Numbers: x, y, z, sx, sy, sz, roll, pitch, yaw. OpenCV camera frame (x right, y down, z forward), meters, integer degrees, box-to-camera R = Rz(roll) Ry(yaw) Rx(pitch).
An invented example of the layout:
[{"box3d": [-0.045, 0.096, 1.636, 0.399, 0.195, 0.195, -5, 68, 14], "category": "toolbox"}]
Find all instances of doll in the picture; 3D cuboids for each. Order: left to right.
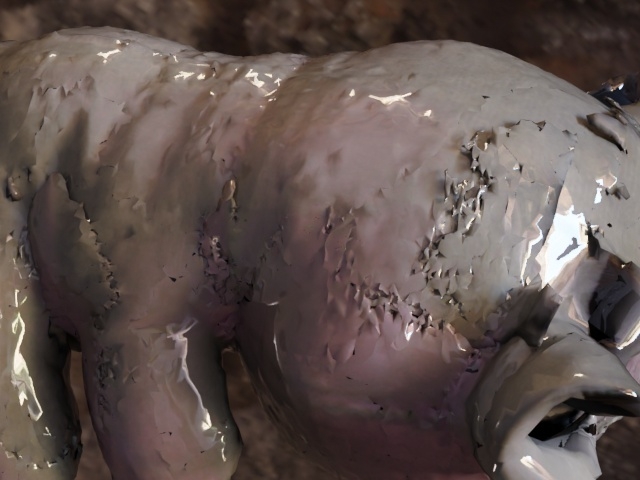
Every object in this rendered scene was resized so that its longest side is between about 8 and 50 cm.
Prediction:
[{"box3d": [0.000, 0.000, 0.422, 0.192, 0.149, 0.095, 5, -63, 13], "category": "doll"}]
